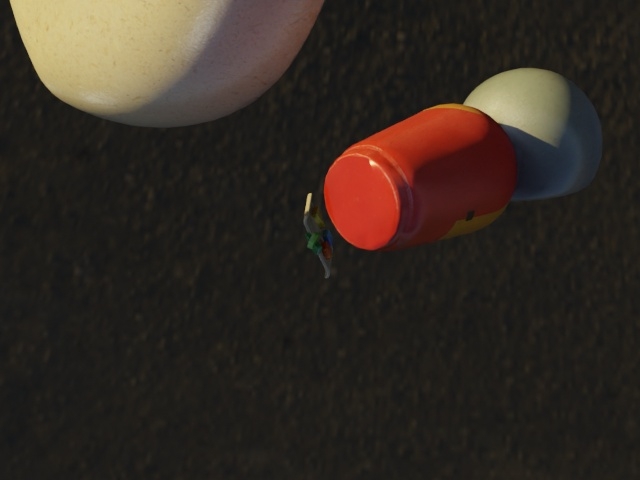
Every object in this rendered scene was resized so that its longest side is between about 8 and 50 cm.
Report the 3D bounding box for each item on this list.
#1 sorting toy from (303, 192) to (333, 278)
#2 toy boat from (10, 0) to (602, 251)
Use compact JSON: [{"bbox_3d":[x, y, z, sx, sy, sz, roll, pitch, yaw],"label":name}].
[{"bbox_3d":[0.000,0.000,1.598,0.012,0.083,0.062,-17,110,10],"label":"sorting toy"},{"bbox_3d":[-0.013,-0.122,0.849,0.318,0.148,0.267,50,133,19],"label":"toy boat"}]
